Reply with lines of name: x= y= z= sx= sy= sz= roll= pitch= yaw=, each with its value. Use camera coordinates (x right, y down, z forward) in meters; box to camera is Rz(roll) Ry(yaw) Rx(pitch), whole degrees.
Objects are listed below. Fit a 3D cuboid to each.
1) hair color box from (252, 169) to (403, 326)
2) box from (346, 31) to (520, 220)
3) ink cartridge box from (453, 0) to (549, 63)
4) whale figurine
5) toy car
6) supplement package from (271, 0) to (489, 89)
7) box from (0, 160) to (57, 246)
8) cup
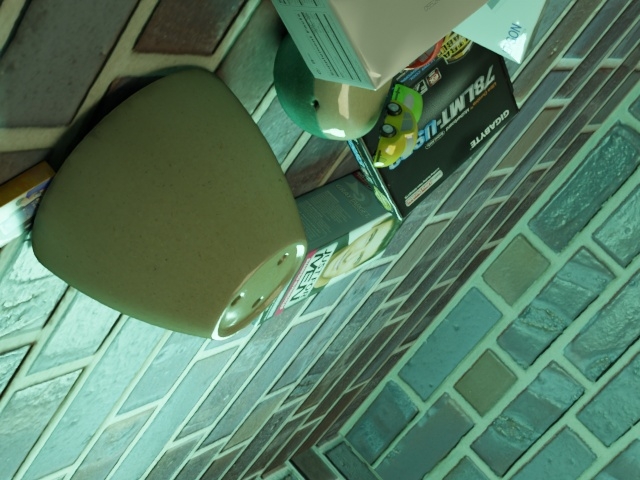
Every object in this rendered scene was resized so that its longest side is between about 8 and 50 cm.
hair color box: x=0.000 y=0.000 z=1.927 sx=0.374 sy=0.113 sz=0.185 roll=-27 pitch=156 yaw=-44
box: x=0.171 y=-0.227 z=1.669 sx=0.295 sy=0.073 sz=0.293 roll=-41 pitch=135 yaw=-11
ink cartridge box: x=0.200 y=-0.360 z=1.368 sx=0.045 sy=0.224 sz=0.223 roll=-56 pitch=168 yaw=-26
whale figurine: x=0.029 y=-0.255 z=1.426 sx=0.272 sy=0.141 sz=0.216 roll=-57 pitch=149 yaw=-45
toy car: x=0.125 y=-0.202 z=1.468 sx=0.225 sy=0.053 sz=0.239 roll=75 pitch=31 yaw=-85
supplement package: x=0.076 y=-0.330 z=1.144 sx=0.262 sy=0.145 sz=0.204 roll=-40 pitch=118 yaw=-15
box: x=-0.366 y=-0.030 z=1.197 sx=0.136 sy=0.028 sz=0.081 roll=-38 pitch=162 yaw=-25
cup: x=-0.156 y=-0.014 z=1.305 sx=0.331 sy=0.237 sz=0.331 roll=-45 pitch=166 yaw=-15
